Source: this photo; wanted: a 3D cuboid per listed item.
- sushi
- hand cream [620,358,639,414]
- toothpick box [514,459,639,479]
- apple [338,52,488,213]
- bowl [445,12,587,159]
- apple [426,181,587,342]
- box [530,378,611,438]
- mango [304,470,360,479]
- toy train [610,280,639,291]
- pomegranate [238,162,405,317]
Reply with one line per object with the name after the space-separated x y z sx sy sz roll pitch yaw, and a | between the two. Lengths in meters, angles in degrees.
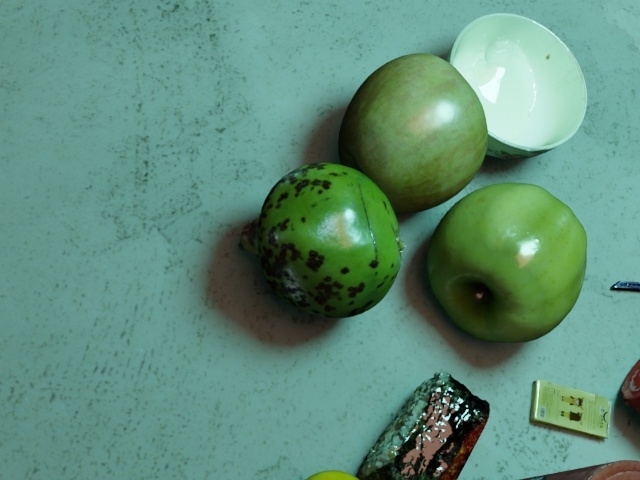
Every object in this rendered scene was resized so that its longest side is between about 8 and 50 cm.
0.161 0.319 1.463 0.126 0.136 0.225 34 72 -1 | sushi
0.630 0.249 1.606 0.125 0.193 0.193 45 65 3 | hand cream
0.372 0.443 1.374 0.204 0.333 0.204 6 71 -16 | toothpick box
0.148 -0.176 1.569 0.234 0.257 0.257 -29 82 -11 | apple
0.336 -0.266 1.717 0.277 0.145 0.277 6 71 -17 | bowl
0.315 0.031 1.565 0.279 0.279 0.279 6 70 -16 | apple
0.437 0.295 1.620 0.149 0.020 0.073 17 66 -12 | box
0.044 0.429 1.403 0.195 0.098 0.137 26 70 -11 | mango
0.581 0.085 1.742 0.083 0.017 0.017 4 68 -17 | toy train
0.000 0.000 1.472 0.270 0.254 0.254 8 66 16 | pomegranate
